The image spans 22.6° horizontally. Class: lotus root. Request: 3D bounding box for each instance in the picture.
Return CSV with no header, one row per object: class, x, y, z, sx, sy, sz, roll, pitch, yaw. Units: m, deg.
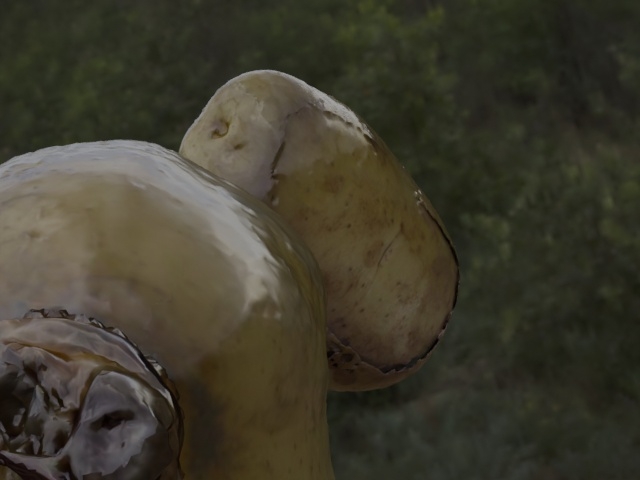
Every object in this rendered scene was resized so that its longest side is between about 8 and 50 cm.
lotus root,-0.069,0.053,0.505,0.151,0.169,0.342,-5,2,0

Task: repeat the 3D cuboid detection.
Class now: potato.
potato,0.000,0.000,0.720,0.080,0.170,0.107,3,57,40
